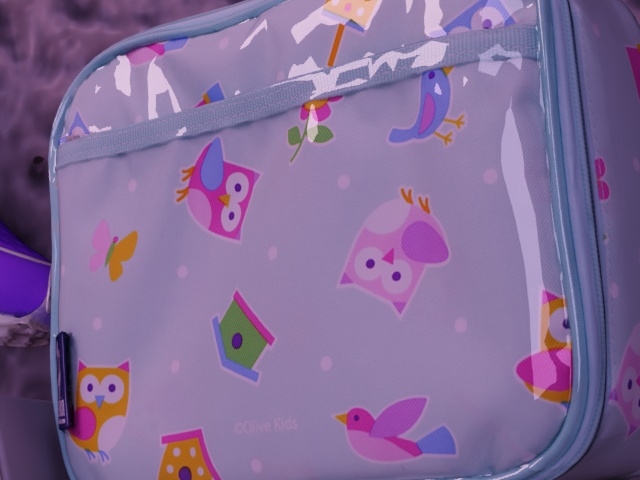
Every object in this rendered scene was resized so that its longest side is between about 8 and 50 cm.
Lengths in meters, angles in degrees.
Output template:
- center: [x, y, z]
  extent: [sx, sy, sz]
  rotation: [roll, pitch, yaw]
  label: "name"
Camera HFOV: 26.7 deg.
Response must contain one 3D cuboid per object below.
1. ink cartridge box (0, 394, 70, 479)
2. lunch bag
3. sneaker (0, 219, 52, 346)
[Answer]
- center: [-0.184, 0.156, 0.612]
  extent: [0.176, 0.128, 0.127]
  rotation: [-18, 77, 13]
  label: "ink cartridge box"
- center: [0.000, 0.000, 0.557]
  extent: [0.279, 0.108, 0.224]
  rotation: [-11, 80, 36]
  label: "lunch bag"
- center: [-0.235, -0.051, 0.674]
  extent: [0.293, 0.102, 0.146]
  rotation: [23, 87, 18]
  label: "sneaker"
